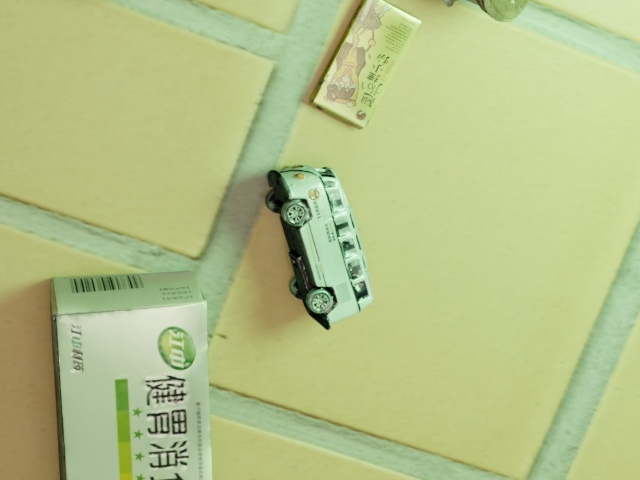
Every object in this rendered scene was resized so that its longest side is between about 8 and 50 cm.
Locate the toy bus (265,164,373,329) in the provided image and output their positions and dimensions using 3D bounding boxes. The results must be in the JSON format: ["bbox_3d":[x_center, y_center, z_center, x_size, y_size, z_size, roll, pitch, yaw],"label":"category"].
[{"bbox_3d":[0.000,0.000,2.043,0.089,0.087,0.194,-20,108,-13],"label":"toy bus"}]

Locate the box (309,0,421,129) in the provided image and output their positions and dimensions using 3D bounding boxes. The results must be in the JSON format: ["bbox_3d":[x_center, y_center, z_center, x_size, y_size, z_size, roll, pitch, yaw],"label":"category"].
[{"bbox_3d":[0.051,-0.207,2.028,0.073,0.020,0.149,25,99,-17],"label":"box"}]

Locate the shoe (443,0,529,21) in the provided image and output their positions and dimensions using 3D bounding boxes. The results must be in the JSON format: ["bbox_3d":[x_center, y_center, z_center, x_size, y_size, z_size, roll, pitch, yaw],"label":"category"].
[{"bbox_3d":[0.206,-0.331,1.993,0.089,0.092,0.180,39,70,-43],"label":"shoe"}]

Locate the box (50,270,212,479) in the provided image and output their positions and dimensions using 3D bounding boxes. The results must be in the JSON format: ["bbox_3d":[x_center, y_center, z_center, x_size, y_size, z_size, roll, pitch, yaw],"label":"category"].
[{"bbox_3d":[-0.217,0.210,2.022,0.173,0.145,0.333,-3,105,-9],"label":"box"}]
